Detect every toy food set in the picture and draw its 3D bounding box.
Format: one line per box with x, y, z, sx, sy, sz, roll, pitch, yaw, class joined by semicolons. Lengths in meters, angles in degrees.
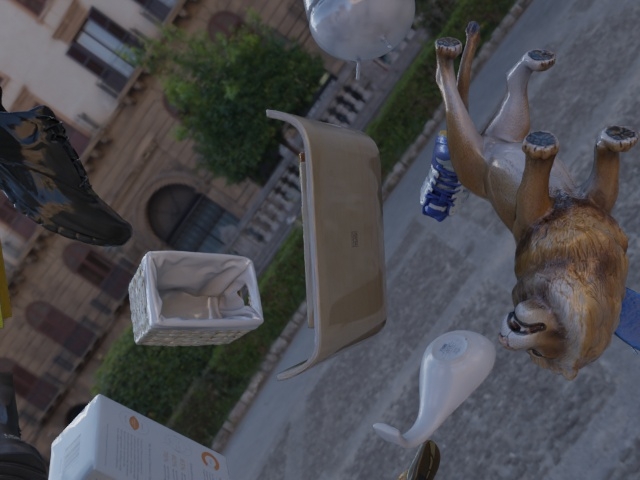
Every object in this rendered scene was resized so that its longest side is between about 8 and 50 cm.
0.000;0.000;0.874;0.220;0.092;0.306;-5;-88;-65;toy food set

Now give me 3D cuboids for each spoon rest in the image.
0.202;0.258;1.232;0.137;0.084;0.276;11;44;46;spoon rest

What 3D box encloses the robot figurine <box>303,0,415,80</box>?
0.060;-0.489;1.317;0.300;0.200;0.353;135;125;-71;robot figurine

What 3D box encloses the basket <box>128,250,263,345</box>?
-0.183;0.089;1.018;0.103;0.167;0.113;-43;52;46;basket

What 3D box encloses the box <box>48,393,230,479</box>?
-0.363;0.506;1.446;0.168;0.345;0.215;-46;29;12;box

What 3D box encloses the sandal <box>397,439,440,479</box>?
0.164;0.443;1.279;0.049;0.072;0.180;-12;36;45;sandal

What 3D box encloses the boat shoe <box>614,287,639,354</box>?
0.583;0.127;1.383;0.109;0.258;0.089;-47;-23;6;boat shoe

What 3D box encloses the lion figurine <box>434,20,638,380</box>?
0.221;-0.060;0.779;0.392;0.142;0.240;-100;2;-48;lion figurine

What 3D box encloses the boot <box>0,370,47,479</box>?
-0.573;0.419;1.109;0.445;0.146;0.367;13;74;57;boot

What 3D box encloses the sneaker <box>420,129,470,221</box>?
0.238;-0.104;1.265;0.296;0.112;0.131;49;-116;-78;sneaker

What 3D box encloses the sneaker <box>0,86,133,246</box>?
-0.355;-0.097;0.901;0.130;0.286;0.109;-55;9;-4;sneaker

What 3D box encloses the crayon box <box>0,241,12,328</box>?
-0.773;0.072;1.492;0.081;0.318;0.202;-28;-62;-64;crayon box
